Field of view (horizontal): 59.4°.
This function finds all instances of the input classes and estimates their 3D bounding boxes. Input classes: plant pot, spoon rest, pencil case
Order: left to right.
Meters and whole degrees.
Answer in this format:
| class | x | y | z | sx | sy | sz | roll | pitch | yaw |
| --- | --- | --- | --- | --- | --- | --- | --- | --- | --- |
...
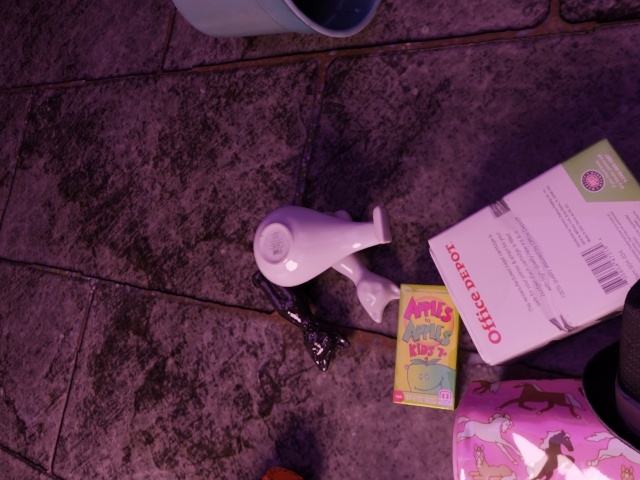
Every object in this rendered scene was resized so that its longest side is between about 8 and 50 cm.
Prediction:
| class | x | y | z | sx | sy | sz | roll | pitch | yaw |
| --- | --- | --- | --- | --- | --- | --- | --- | --- | --- |
| plant pot | -0.104 | -0.539 | 1.064 | 0.334 | 0.341 | 0.341 | 8 | 83 | 42 |
| spoon rest | 0.000 | 0.000 | 0.912 | 0.276 | 0.084 | 0.137 | -9 | 81 | 36 |
| pencil case | 0.359 | 0.259 | 0.661 | 0.386 | 0.167 | 0.160 | -6 | 35 | 31 |

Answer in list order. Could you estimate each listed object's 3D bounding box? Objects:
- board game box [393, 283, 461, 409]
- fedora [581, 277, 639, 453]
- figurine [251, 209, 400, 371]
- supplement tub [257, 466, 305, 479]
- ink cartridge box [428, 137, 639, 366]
| class | x | y | z | sx | sy | sz | roll | pitch | yaw |
| --- | --- | --- | --- | --- | --- | --- | --- | --- | --- |
| board game box | 0.166 | 0.161 | 0.865 | 0.092 | 0.043 | 0.181 | 1 | 79 | 21 |
| fedora | 0.431 | 0.093 | 0.551 | 0.334 | 0.334 | 0.152 | -7 | 109 | 31 |
| figurine | 0.016 | 0.084 | 0.974 | 0.215 | 0.092 | 0.209 | -44 | 67 | 16 |
| supplement tub | -0.094 | 0.480 | 0.922 | 0.117 | 0.117 | 0.190 | 33 | 97 | 34 |
| ink cartridge box | 0.317 | 0.026 | 0.766 | 0.273 | 0.115 | 0.198 | -32 | 63 | 22 |
